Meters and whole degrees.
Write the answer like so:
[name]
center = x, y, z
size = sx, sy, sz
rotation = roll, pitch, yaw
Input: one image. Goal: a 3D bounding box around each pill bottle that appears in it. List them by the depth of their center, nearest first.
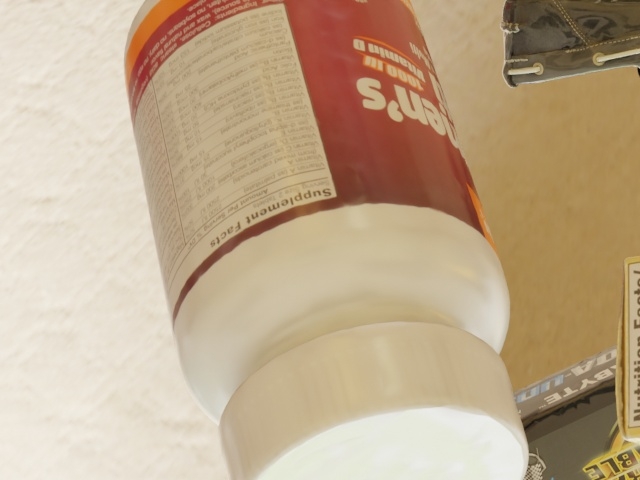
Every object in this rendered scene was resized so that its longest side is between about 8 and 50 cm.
[pill bottle]
center = 0.000, 0.000, 0.682
size = 0.121, 0.221, 0.121
rotation = -9, 141, -7

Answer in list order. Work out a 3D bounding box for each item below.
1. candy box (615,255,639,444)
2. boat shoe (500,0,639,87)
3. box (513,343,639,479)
[candy box]
center = 0.180, 0.028, 0.453
size = 0.187, 0.109, 0.053
rotation = -10, 67, 39
[boat shoe]
center = 0.231, -0.127, 1.184
size = 0.233, 0.084, 0.079
rotation = 4, 95, 8
[box]
center = 0.115, 0.160, 0.883
size = 0.220, 0.051, 0.175
rotation = -24, 101, -2
